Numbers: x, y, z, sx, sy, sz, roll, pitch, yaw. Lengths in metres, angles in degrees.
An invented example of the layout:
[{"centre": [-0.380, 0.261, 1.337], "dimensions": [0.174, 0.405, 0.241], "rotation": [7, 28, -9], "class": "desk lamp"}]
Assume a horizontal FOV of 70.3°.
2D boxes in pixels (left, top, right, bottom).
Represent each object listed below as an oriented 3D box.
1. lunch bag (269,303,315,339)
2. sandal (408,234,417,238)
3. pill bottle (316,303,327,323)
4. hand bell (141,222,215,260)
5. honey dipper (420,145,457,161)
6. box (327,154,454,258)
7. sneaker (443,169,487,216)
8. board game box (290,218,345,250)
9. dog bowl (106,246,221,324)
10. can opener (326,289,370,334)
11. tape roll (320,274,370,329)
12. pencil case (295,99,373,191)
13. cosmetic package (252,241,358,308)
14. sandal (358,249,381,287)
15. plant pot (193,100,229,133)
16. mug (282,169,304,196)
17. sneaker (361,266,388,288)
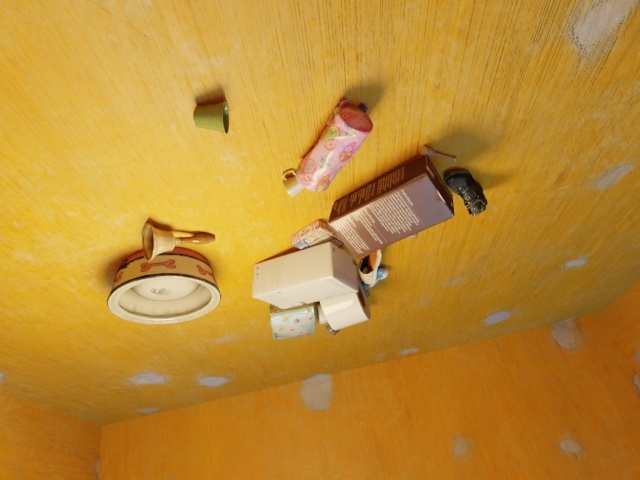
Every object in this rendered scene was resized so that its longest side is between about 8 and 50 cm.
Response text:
[{"centre": [-0.141, 0.384, 2.254], "dimensions": [0.223, 0.160, 0.262], "rotation": [-8, 154, -7], "class": "lunch bag"}, {"centre": [0.298, -0.056, 1.816], "dimensions": [0.240, 0.088, 0.079], "rotation": [-1, 116, -32], "class": "sandal"}, {"centre": [0.107, 0.359, 2.322], "dimensions": [0.246, 0.136, 0.136], "rotation": [-8, 148, -8], "class": "pill bottle"}, {"centre": [-0.482, -0.001, 1.588], "dimensions": [0.242, 0.126, 0.126], "rotation": [-3, 150, -39], "class": "hand bell"}, {"centre": [0.398, -0.284, 1.509], "dimensions": [0.161, 0.030, 0.030], "rotation": [5, 144, -32], "class": "honey dipper"}, {"centre": [0.234, -0.106, 1.539], "dimensions": [0.381, 0.143, 0.191], "rotation": [-24, 120, 30], "class": "box"}, {"centre": [0.536, -0.171, 1.646], "dimensions": [0.087, 0.130, 0.227], "rotation": [-35, 141, 28], "class": "sneaker"}, {"centre": [0.000, 0.000, 1.796], "dimensions": [0.147, 0.045, 0.193], "rotation": [-30, 145, 25], "class": "board game box"}, {"centre": [-0.596, 0.174, 1.755], "dimensions": [0.408, 0.150, 0.408], "rotation": [-9, 149, -5], "class": "dog bowl"}, {"centre": [0.128, 0.333, 2.232], "dimensions": [0.283, 0.095, 0.076], "rotation": [-44, 146, -6], "class": "can opener"}, {"centre": [0.109, 0.271, 2.079], "dimensions": [0.169, 0.246, 0.246], "rotation": [-21, 148, 12], "class": "tape roll"}, {"centre": [0.036, -0.266, 1.322], "dimensions": [0.124, 0.124, 0.284], "rotation": [7, 142, -30], "class": "pencil case"}, {"centre": [-0.061, 0.151, 1.849], "dimensions": [0.385, 0.156, 0.217], "rotation": [-17, 151, 31], "class": "cosmetic package"}, {"centre": [0.207, 0.106, 2.005], "dimensions": [0.076, 0.102, 0.265], "rotation": [-5, 139, -10], "class": "sandal"}, {"centre": [-0.281, -0.315, 1.165], "dimensions": [0.079, 0.083, 0.083], "rotation": [0, 148, 0], "class": "plant pot"}, {"centre": [-0.082, -0.184, 1.460], "dimensions": [0.064, 0.062, 0.078], "rotation": [-29, 153, 10], "class": "mug"}, {"centre": [0.243, 0.166, 2.159], "dimensions": [0.073, 0.063, 0.162], "rotation": [31, 127, -25], "class": "sneaker"}]
